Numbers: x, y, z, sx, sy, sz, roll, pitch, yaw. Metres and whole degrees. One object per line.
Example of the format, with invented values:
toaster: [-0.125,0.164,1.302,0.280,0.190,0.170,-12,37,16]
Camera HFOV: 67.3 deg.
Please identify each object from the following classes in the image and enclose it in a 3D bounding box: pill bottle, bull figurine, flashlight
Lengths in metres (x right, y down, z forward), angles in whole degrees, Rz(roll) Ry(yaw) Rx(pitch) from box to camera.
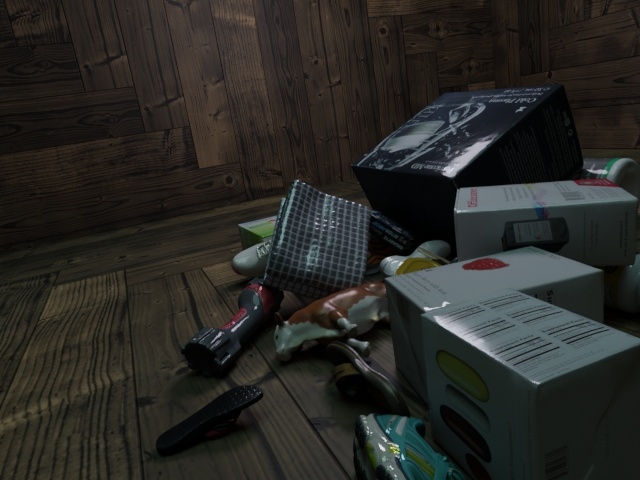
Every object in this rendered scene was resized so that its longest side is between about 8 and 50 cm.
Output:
pill bottle: [0.584,0.075,0.953,0.119,0.119,0.208,-16,16,-26]
bull figurine: [0.055,0.162,0.978,0.310,0.101,0.188,-22,23,-34]
pill bottle: [0.811,-0.166,1.566,0.204,0.204,0.361,-18,16,-30]
flashlight: [-0.187,0.179,1.059,0.103,0.103,0.304,-31,4,29]

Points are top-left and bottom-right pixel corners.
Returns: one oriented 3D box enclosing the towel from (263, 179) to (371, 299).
towel: [0.000,0.000,1.179,0.235,0.121,0.283,15,56,-7]

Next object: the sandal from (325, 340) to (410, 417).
sandal: [0.060,0.233,0.781,0.060,0.090,0.219,-37,30,-15]

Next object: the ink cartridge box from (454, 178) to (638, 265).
ink cartridge box: [0.436,-0.038,0.973,0.306,0.131,0.226,-4,16,20]

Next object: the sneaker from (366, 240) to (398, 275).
sneaker: [0.085,0.009,1.370,0.321,0.180,0.125,-17,17,-30]

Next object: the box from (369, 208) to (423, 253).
box: [0.205,-0.030,1.430,0.175,0.051,0.220,34,12,17]

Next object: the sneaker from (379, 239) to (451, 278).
sneaker: [0.271,0.067,1.288,0.212,0.080,0.094,-20,29,-14]

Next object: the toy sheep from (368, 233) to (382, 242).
toy sheep: [0.159,0.003,1.536,0.091,0.091,0.132,-4,2,16]

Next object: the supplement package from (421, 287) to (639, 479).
supplement package: [0.242,0.188,0.575,0.149,0.194,0.203,-13,15,-17]

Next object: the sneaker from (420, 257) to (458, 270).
sneaker: [0.343,0.090,1.029,0.300,0.121,0.111,-13,16,-17]

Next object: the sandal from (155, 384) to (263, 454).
sandal: [-0.171,0.289,0.766,0.179,0.040,0.067,-28,14,-14]

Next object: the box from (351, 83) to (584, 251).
box: [0.445,-0.233,1.511,0.472,0.297,0.480,-41,28,-16]

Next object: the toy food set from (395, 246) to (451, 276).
toy food set: [0.250,0.104,1.166,0.128,0.071,0.218,25,30,20]

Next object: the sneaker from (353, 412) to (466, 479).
sneaker: [0.111,0.274,0.528,0.110,0.107,0.275,-1,14,-7]

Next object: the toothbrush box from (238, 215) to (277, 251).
toothbrush box: [-0.144,-0.004,1.677,0.206,0.122,0.283,-15,14,-22]

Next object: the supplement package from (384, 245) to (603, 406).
supplement package: [0.280,0.134,0.795,0.293,0.175,0.177,-11,14,-11]

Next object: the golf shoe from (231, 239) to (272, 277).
golf shoe: [-0.120,0.020,1.439,0.306,0.140,0.115,-14,53,-10]
